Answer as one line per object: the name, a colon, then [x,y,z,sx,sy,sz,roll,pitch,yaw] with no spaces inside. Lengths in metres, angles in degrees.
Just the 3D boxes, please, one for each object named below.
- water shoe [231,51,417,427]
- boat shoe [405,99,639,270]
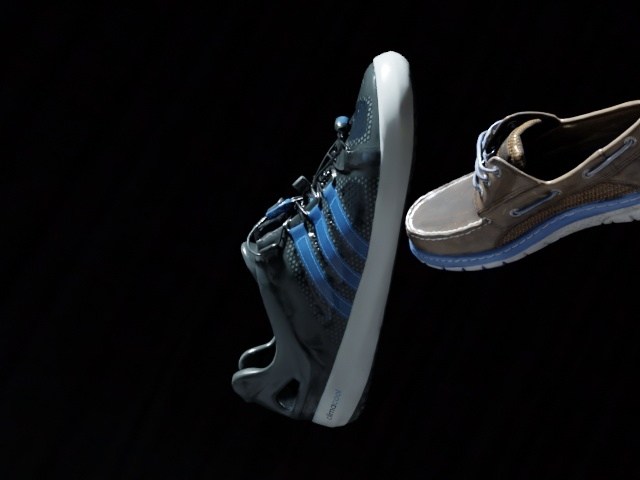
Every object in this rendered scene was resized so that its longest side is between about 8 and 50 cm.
water shoe: [0.000,0.000,0.875,0.080,0.203,0.073,10,15,0]
boat shoe: [0.119,-0.038,0.946,0.183,0.066,0.066,-19,-52,30]
